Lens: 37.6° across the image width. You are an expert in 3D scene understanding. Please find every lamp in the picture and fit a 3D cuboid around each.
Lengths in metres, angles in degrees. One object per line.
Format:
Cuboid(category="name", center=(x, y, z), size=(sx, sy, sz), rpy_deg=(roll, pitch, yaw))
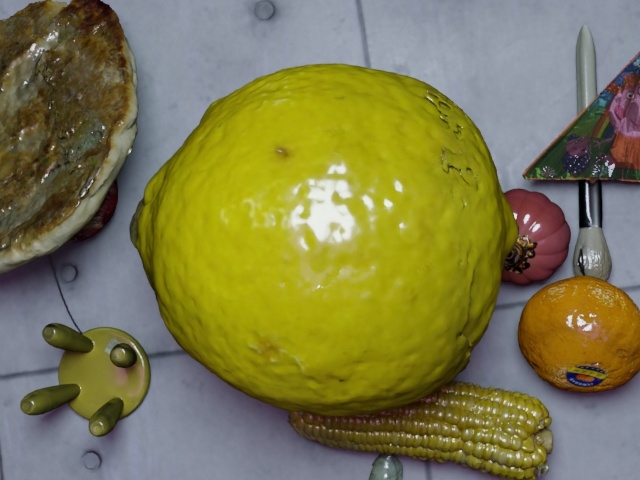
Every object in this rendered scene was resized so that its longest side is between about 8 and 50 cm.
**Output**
Cuboid(category="lamp", center=(0.217, -0.004, 1.021), size=(0.107, 0.092, 0.107), rpy_deg=(13, 118, 25))

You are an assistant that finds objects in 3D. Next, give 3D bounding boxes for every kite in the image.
Cuboid(category="kite", center=(0.377, -0.126, 1.033), size=(0.321, 0.016, 0.234), rpy_deg=(1, 82, -3))

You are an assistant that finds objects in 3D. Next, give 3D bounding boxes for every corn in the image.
Cuboid(category="corn", center=(0.104, 0.196, 1.023), size=(0.291, 0.101, 0.101), rpy_deg=(5, 87, 10))

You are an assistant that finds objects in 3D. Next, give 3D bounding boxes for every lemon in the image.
Cuboid(category="lemon", center=(0.000, 0.000, 0.925), size=(0.387, 0.350, 0.350), rpy_deg=(1, 86, 2))

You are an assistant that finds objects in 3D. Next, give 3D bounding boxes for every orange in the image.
Cuboid(category="orange", center=(0.274, 0.096, 0.992), size=(0.135, 0.136, 0.118), rpy_deg=(-4, 47, 6))

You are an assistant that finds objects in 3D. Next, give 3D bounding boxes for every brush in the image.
Cuboid(category="brush", center=(0.296, -0.096, 1.047), size=(0.042, 0.039, 0.299), rpy_deg=(-2, 85, 7))

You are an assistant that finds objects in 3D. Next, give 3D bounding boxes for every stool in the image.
Cuboid(category="stool", center=(-0.257, 0.153, 1.054), size=(0.134, 0.110, 0.135), rpy_deg=(-29, 82, 4))

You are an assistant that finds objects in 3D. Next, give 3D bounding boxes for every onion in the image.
Cuboid(category="onion", center=(-0.276, -0.050, 1.083), size=(0.107, 0.097, 0.107), rpy_deg=(-13, 71, 44))

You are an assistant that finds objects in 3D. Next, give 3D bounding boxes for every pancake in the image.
Cuboid(category="pancake", center=(-0.342, -0.121, 1.053), size=(0.356, 0.065, 0.356), rpy_deg=(-10, 64, 21))

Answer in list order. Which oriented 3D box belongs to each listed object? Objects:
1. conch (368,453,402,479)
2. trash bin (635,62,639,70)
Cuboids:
Cuboid(category="conch", center=(0.048, 0.365, 1.008), size=(0.137, 0.114, 0.234), rpy_deg=(44, 86, -6))
Cuboid(category="trash bin", center=(0.456, -0.161, 0.954), size=(0.238, 0.161, 0.184), rpy_deg=(37, 122, 16))
